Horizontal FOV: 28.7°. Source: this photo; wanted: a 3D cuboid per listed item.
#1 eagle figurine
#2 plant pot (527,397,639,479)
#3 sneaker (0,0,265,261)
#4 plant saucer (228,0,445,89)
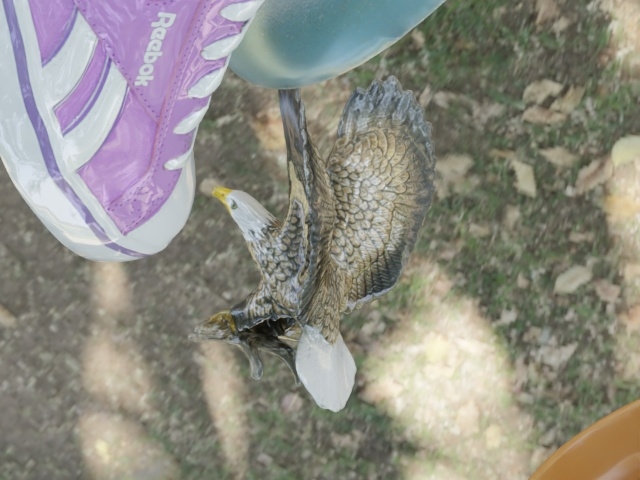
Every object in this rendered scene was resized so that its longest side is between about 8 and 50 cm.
[{"bbox_3d":[-0.009,-0.006,1.233,0.225,0.226,0.298,27,115,-20],"label":"eagle figurine"},{"bbox_3d":[0.352,0.288,1.174,0.291,0.291,0.203,-28,100,29],"label":"plant pot"},{"bbox_3d":[-0.040,-0.089,0.450,0.161,0.102,0.282,0,142,5],"label":"sneaker"},{"bbox_3d":[0.022,-0.220,0.546,0.043,0.317,0.317,22,129,-31],"label":"plant saucer"}]
